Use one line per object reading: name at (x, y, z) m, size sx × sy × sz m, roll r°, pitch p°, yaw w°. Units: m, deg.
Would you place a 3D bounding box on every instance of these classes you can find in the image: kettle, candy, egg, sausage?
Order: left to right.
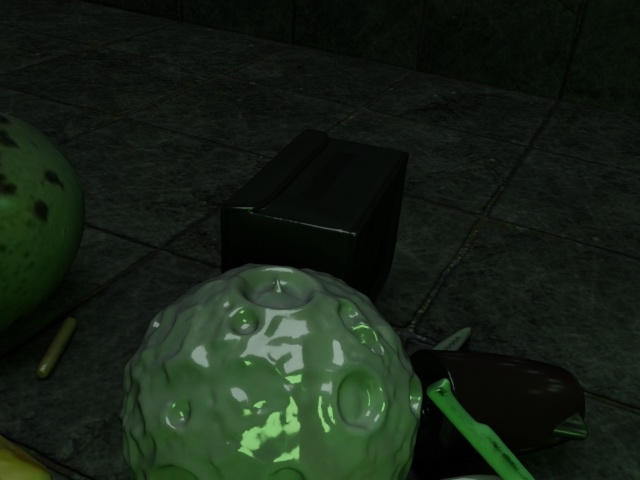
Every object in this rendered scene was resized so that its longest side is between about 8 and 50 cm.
egg at (-0.534, -0.030, 1.078) m, size 0.345 × 0.345 × 0.428 m, roll 8°, pitch 22°, yaw 5°
sausage at (-0.393, 0.158, 1.089) m, size 0.024 × 0.024 × 0.132 m, roll 5°, pitch 28°, yaw -1°
kettle at (0.226, 0.216, 0.989) m, size 0.232 × 0.144 × 0.202 m, roll 6°, pitch 12°, yaw -23°
candy at (0.241, 0.289, 0.658) m, size 0.440 × 0.119 × 0.119 m, roll 47°, pitch 32°, yaw -8°

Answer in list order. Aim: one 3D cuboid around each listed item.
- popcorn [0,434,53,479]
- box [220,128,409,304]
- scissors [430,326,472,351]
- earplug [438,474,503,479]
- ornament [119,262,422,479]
popcorn at (-0.382, 0.301, 0.551) m, size 0.390 × 0.354 × 0.344 m, roll -17°, pitch 58°, yaw 29°
box at (-0.001, 0.000, 1.209) m, size 0.204 × 0.251 × 0.345 m, roll 14°, pitch 32°, yaw 14°
scissors at (0.152, 0.202, 1.081) m, size 0.138 × 0.041 × 0.289 m, roll 32°, pitch 39°, yaw 25°
earplug at (0.166, 0.386, 0.651) m, size 0.172 × 0.172 × 0.301 m, roll 0°, pitch 35°, yaw -10°
ornament at (-0.053, 0.180, 0.816) m, size 0.337 × 0.337 × 0.337 m, roll 4°, pitch 29°, yaw -2°
